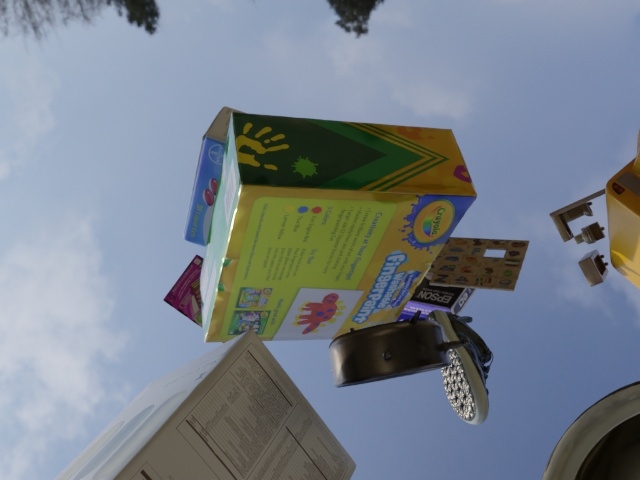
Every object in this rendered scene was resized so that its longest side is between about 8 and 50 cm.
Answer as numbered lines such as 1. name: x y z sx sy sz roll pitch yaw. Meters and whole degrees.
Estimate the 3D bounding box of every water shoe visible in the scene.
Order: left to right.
1. water shoe: 0.210 0.167 0.920 0.080 0.073 0.203 4 -146 -14

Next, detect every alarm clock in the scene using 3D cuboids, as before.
1. alarm clock: 0.065 0.129 0.741 0.129 0.192 0.064 -3 -109 -30

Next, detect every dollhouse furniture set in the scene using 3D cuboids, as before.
1. dollhouse furniture set: 0.521 -0.014 1.200 0.123 0.151 0.144 -29 173 28

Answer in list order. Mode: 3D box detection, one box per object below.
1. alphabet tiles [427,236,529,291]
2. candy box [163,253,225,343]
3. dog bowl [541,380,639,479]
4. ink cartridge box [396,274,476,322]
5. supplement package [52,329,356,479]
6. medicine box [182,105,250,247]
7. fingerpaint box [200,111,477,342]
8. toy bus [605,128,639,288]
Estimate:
1. alphabet tiles: 0.281 0.041 1.314 0.237 0.009 0.198 3 -152 25
2. candy box: -0.285 0.165 1.781 0.233 0.071 0.159 30 -102 19
3. dog bowl: 0.501 0.371 0.849 0.408 0.408 0.150 18 -176 27
4. ink cartridge box: 0.219 0.109 1.382 0.206 0.045 0.208 6 -133 48
5. supplement package: -0.135 0.264 0.654 0.199 0.198 0.262 -31 -171 34
6. medicine box: -0.111 -0.097 1.375 0.289 0.263 0.149 18 -146 -3
7. fingerpaint box: 0.000 0.000 1.152 0.371 0.444 0.163 1 -128 -16
8. toy bus: 0.533 -0.047 1.041 0.130 0.332 0.108 -39 -127 1
